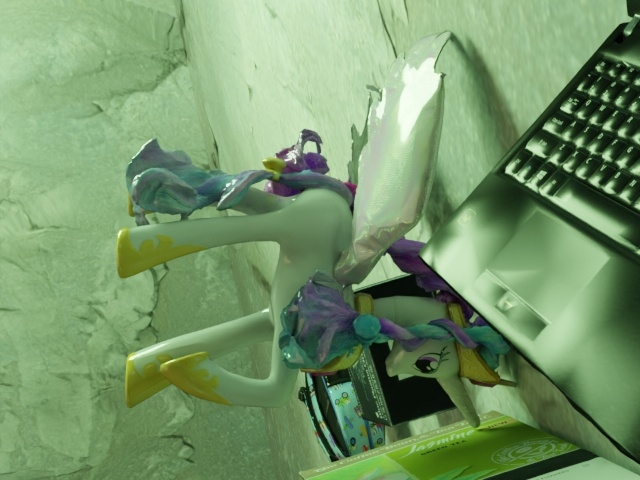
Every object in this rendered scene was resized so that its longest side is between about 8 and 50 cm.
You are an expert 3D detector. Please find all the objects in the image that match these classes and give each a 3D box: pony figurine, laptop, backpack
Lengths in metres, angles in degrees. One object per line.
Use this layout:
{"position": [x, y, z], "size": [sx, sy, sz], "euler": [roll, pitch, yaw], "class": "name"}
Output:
{"position": [0.000, 0.000, 1.026], "size": [0.303, 0.364, 0.350], "euler": [123, 146, -84], "class": "pony figurine"}
{"position": [0.129, -0.086, 0.458], "size": [0.136, 0.264, 0.234], "euler": [39, -176, -24], "class": "laptop"}
{"position": [0.045, 0.233, 1.523], "size": [0.158, 0.117, 0.173], "euler": [92, 160, -55], "class": "backpack"}

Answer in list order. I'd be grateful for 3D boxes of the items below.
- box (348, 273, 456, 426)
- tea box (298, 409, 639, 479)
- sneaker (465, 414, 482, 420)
{"position": [0.083, 0.124, 1.260], "size": [0.158, 0.093, 0.156], "euler": [145, 109, -79], "class": "box"}
{"position": [0.147, 0.349, 0.931], "size": [0.323, 0.220, 0.329], "euler": [-175, 69, -77], "class": "tea box"}
{"position": [0.119, 0.281, 1.176], "size": [0.090, 0.115, 0.232], "euler": [-118, 25, -50], "class": "sneaker"}
